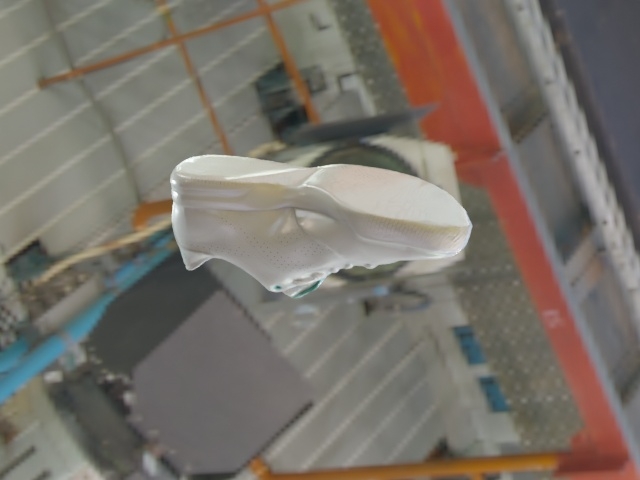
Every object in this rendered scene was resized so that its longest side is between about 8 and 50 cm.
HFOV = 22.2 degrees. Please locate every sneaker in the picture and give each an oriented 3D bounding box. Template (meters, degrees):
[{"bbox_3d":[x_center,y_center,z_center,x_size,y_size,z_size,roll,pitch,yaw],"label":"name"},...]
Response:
[{"bbox_3d":[0.000,0.000,1.122,0.080,0.212,0.094,-45,-40,-61],"label":"sneaker"}]
